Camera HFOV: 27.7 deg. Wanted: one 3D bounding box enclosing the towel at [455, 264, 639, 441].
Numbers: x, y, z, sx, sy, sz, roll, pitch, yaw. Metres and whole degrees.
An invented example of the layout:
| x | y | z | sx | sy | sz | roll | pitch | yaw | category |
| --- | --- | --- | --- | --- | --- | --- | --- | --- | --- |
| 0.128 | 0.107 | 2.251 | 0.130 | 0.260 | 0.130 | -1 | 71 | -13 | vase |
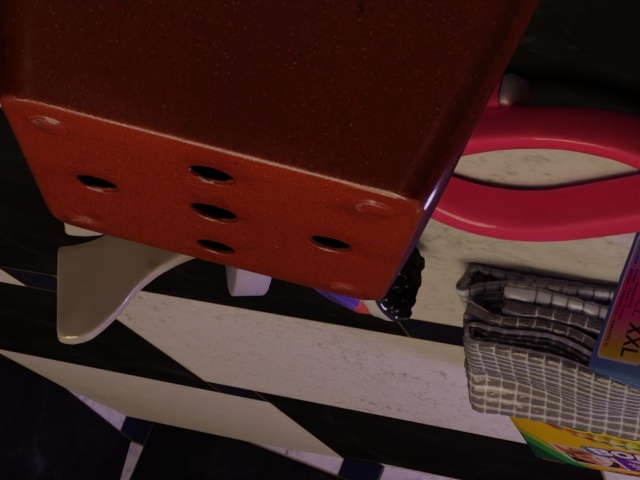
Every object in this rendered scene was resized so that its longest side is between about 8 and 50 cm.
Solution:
| x | y | z | sx | sy | sz | roll | pitch | yaw | category |
| --- | --- | --- | --- | --- | --- | --- | --- | --- | --- |
| 0.286 | 0.130 | 1.405 | 0.284 | 0.121 | 0.235 | 10 | 163 | 15 | towel |

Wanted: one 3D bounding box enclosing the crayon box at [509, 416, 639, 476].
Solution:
| x | y | z | sx | sy | sz | roll | pitch | yaw | category |
| --- | --- | --- | --- | --- | --- | --- | --- | --- | --- |
| 0.434 | 0.232 | 1.640 | 0.363 | 0.106 | 0.313 | 8 | 163 | 21 | crayon box |

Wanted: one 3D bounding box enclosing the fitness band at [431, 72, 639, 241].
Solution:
| x | y | z | sx | sy | sz | roll | pitch | yaw | category |
| --- | --- | --- | --- | --- | --- | --- | --- | --- | --- |
| 0.161 | -0.058 | 1.017 | 0.209 | 0.054 | 0.291 | 22 | 163 | -33 | fitness band |

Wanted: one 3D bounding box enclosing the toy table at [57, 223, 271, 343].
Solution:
| x | y | z | sx | sy | sz | roll | pitch | yaw | category |
| --- | --- | --- | --- | --- | --- | --- | --- | --- | --- |
| -0.119 | -0.046 | 0.988 | 0.161 | 0.252 | 0.274 | 0 | 153 | -8 | toy table |

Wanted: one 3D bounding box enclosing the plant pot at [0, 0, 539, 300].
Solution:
| x | y | z | sx | sy | sz | roll | pitch | yaw | category |
| --- | --- | --- | --- | --- | --- | --- | --- | --- | --- |
| -0.022 | -0.118 | 0.632 | 0.267 | 0.235 | 0.267 | 15 | 164 | 0 | plant pot |

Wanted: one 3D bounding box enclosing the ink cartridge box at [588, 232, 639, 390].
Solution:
| x | y | z | sx | sy | sz | roll | pitch | yaw | category |
| --- | --- | --- | --- | --- | --- | --- | --- | --- | --- |
| 0.443 | 0.099 | 0.992 | 0.270 | 0.151 | 0.395 | 22 | 173 | -25 | ink cartridge box |

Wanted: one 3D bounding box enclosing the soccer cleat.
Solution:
| x | y | z | sx | sy | sz | roll | pitch | yaw | category |
| --- | --- | --- | --- | --- | --- | --- | --- | --- | --- |
| 0.000 | 0.000 | 1.250 | 0.116 | 0.108 | 0.318 | 11 | 166 | 26 | soccer cleat |
